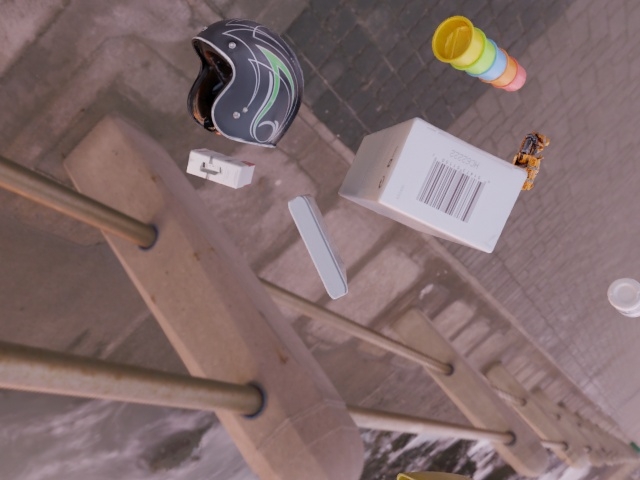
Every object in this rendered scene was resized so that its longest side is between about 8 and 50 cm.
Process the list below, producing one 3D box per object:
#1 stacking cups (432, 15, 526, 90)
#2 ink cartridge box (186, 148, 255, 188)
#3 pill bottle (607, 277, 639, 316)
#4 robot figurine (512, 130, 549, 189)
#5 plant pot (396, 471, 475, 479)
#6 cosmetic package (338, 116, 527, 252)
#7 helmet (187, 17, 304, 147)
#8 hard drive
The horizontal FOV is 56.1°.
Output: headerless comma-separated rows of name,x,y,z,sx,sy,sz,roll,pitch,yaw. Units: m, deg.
stacking cups,0.363,-0.403,1.339,0.316,0.096,0.096,3,127,-52
ink cartridge box,-0.242,-0.176,1.464,0.099,0.135,0.056,-37,144,-72
pill bottle,0.892,0.169,1.730,0.094,0.094,0.169,-49,143,12
robot figurine,0.671,-0.253,1.944,0.291,0.085,0.211,-41,147,-57
plant pot,0.301,0.619,1.299,0.187,0.212,0.212,3,90,-42
cosmetic package,0.200,-0.113,1.230,0.230,0.453,0.162,24,92,-9
helmet,-0.106,-0.225,0.849,0.169,0.169,0.162,4,105,-48
hard drive,0.000,0.000,1.266,0.040,0.203,0.307,-25,-176,3
